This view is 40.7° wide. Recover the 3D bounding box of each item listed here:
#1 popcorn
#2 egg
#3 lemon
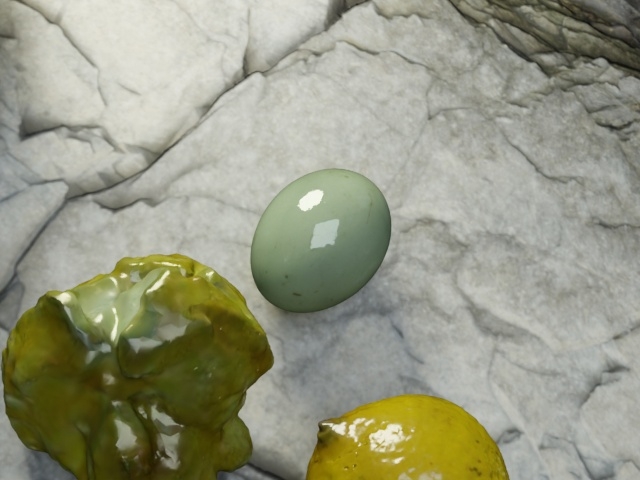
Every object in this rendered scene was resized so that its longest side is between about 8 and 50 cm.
[{"bbox_3d":[-0.172,0.143,0.876,0.276,0.225,0.277,2,96,18],"label":"popcorn"},{"bbox_3d":[0.000,0.000,1.019,0.149,0.149,0.192,45,68,2],"label":"egg"},{"bbox_3d":[0.095,0.291,0.903,0.228,0.228,0.254,-12,83,-21],"label":"lemon"}]
